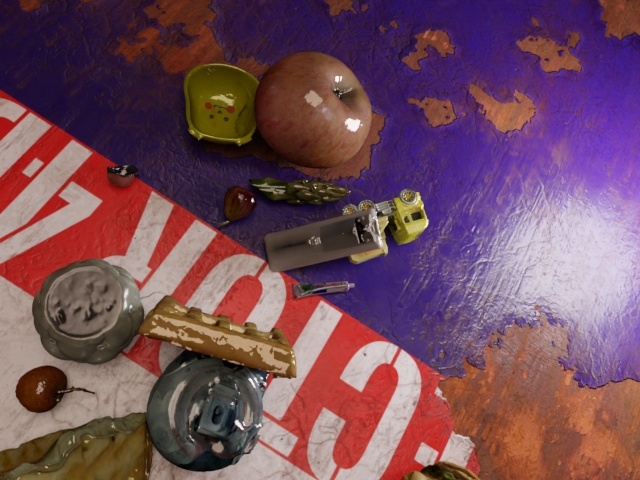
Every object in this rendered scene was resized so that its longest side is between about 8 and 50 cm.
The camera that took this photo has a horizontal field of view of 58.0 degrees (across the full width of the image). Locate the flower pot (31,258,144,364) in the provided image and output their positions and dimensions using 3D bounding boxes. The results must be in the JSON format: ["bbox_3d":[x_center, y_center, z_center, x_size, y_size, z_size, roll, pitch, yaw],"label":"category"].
[{"bbox_3d":[-0.531,0.164,1.332,0.246,0.195,0.246,5,69,-13],"label":"flower pot"}]

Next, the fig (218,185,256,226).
[{"bbox_3d":[-0.231,-0.084,1.572,0.089,0.089,0.125,30,92,-1],"label":"fig"}]

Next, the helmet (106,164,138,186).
[{"bbox_3d":[-0.528,-0.168,1.539,0.084,0.049,0.065,-12,35,-43],"label":"helmet"}]

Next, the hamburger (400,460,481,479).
[{"bbox_3d":[0.325,0.626,1.295,0.162,0.209,0.330,-23,48,-19],"label":"hamburger"}]

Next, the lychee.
[{"bbox_3d":[-0.611,0.330,1.300,0.140,0.114,0.101,-15,91,6],"label":"lychee"}]

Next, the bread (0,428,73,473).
[{"bbox_3d":[-0.617,0.494,1.248,0.232,0.088,0.128,-18,78,-17],"label":"bread"}]

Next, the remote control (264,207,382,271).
[{"bbox_3d":[0.000,0.000,1.525,0.313,0.055,0.109,-14,80,15],"label":"remote control"}]

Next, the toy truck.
[{"bbox_3d":[0.168,-0.032,1.617,0.272,0.124,0.157,-17,74,-19],"label":"toy truck"}]

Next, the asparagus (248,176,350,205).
[{"bbox_3d":[-0.058,-0.136,1.629,0.287,0.080,0.080,-1,70,-5],"label":"asparagus"}]

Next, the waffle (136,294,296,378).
[{"bbox_3d":[-0.228,0.218,1.329,0.348,0.304,0.077,18,87,-10],"label":"waffle"}]

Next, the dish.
[{"bbox_3d":[-0.280,-0.364,1.641,0.221,0.108,0.262,5,68,-12],"label":"dish"}]

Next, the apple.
[{"bbox_3d":[-0.007,-0.356,1.580,0.345,0.269,0.345,-1,91,-37],"label":"apple"}]

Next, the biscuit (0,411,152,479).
[{"bbox_3d":[-0.508,0.497,1.203,0.335,0.078,0.329,36,61,-41],"label":"biscuit"}]

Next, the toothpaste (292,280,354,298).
[{"bbox_3d":[0.009,0.130,1.570,0.170,0.028,0.045,-5,64,-12],"label":"toothpaste"}]

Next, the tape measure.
[{"bbox_3d":[-0.256,0.379,1.312,0.256,0.147,0.275,26,66,-26],"label":"tape measure"}]
